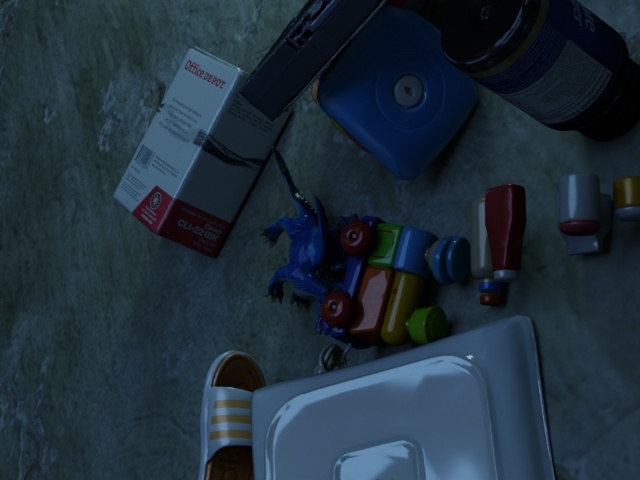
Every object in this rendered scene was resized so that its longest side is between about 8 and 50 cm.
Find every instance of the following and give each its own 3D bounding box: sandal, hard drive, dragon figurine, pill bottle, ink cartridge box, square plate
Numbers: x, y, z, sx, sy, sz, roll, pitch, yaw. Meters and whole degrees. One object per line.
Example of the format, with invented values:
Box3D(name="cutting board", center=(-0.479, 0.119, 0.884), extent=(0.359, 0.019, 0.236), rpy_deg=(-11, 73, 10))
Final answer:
Box3D(name="sandal", center=(-0.096, 0.271, 1.446), extent=(0.076, 0.102, 0.265), rpy_deg=(-8, 72, 48))
Box3D(name="hard drive", center=(0.028, -0.295, 1.432), extent=(0.237, 0.064, 0.339), rpy_deg=(-45, 9, 25))
Box3D(name="dragon figurine", center=(0.000, 0.000, 1.485), extent=(0.144, 0.085, 0.289), rpy_deg=(-24, 56, 40))
Box3D(name="pill bottle", center=(0.236, -0.186, 1.183), extent=(0.123, 0.219, 0.123), rpy_deg=(-29, 49, 39))
Box3D(name="ink cartridge box", center=(-0.182, -0.140, 1.779), extent=(0.197, 0.114, 0.273), rpy_deg=(35, 98, 55))
Box3D(name="square plate", center=(0.070, 0.263, 1.183), extent=(0.347, 0.049, 0.344), rpy_deg=(-19, 54, 23))

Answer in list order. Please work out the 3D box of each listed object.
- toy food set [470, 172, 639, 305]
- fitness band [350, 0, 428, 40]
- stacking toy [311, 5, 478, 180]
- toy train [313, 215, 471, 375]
Box3D(name="toy food set", center=(0.228, 0.002, 1.180), extent=(0.232, 0.111, 0.104), rpy_deg=(-11, 73, 48))
Box3D(name="fitness band", center=(0.099, -0.396, 1.628), extent=(0.291, 0.054, 0.209), rpy_deg=(-46, 39, 22))
Box3D(name="stacking toy", center=(0.056, -0.193, 1.503), extent=(0.166, 0.175, 0.302), rpy_deg=(-52, 19, -7))
Box3D(name="toy train", center=(0.081, 0.100, 1.325), extent=(0.143, 0.105, 0.248), rpy_deg=(6, 74, 39))
